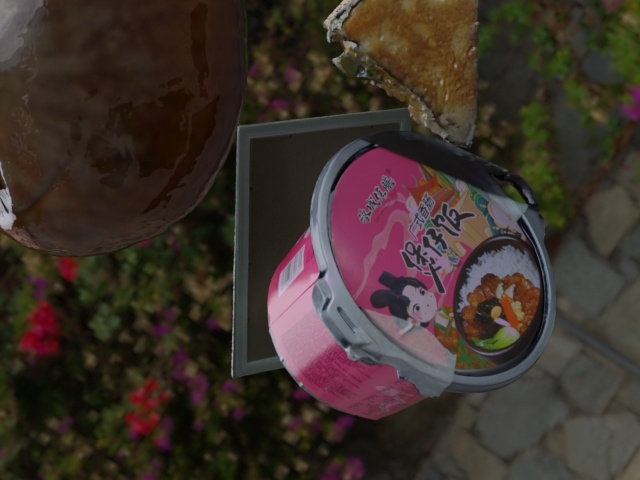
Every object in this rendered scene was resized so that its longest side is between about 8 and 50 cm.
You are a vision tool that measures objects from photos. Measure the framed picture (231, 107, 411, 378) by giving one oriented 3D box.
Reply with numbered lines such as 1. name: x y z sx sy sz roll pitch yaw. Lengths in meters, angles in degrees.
1. framed picture: 0.000 0.000 1.539 0.217 0.017 0.274 -7 -71 -31

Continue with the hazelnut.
1. hazelnut: -0.265 -0.187 1.526 0.359 0.359 0.409 -9 -80 -82

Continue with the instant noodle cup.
1. instant noodle cup: 0.063 0.051 1.368 0.302 0.258 0.181 -19 -16 -40

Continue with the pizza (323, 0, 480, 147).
1. pizza: 0.104 -0.180 1.461 0.185 0.195 0.052 -27 13 -14
